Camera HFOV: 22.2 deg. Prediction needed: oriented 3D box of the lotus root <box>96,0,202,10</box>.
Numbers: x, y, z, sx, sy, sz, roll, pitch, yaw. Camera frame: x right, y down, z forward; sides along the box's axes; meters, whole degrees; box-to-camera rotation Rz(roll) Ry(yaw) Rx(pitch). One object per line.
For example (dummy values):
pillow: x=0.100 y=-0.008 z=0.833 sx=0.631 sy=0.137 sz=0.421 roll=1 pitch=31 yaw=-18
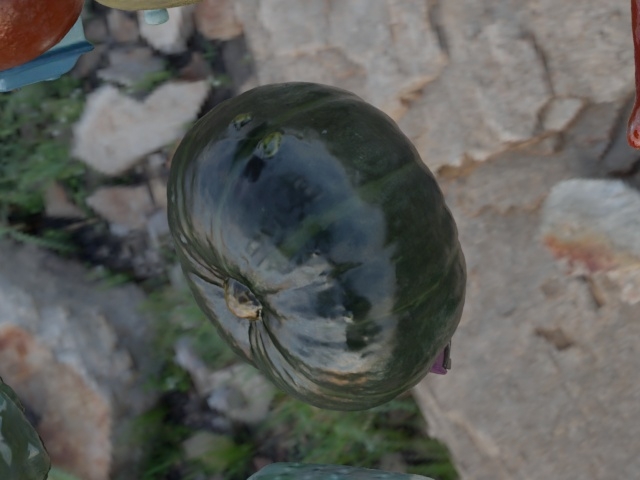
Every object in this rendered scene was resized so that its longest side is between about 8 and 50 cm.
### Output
lotus root: x=-0.103 y=-0.172 z=1.004 sx=0.150 sy=0.073 sz=0.062 roll=-6 pitch=116 yaw=15

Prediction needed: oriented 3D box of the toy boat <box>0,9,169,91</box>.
toy boat: x=-0.174 y=-0.178 z=1.232 sx=0.109 sy=0.238 sz=0.098 roll=11 pitch=117 yaw=53

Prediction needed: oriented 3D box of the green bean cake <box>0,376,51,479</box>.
green bean cake: x=-0.242 y=0.056 z=0.695 sx=0.227 sy=0.125 sz=0.222 roll=50 pitch=151 yaw=-11

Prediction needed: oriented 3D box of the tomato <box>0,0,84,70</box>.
tomato: x=-0.196 y=-0.159 z=0.846 sx=0.155 sy=0.069 sz=0.156 roll=0 pitch=93 yaw=-7

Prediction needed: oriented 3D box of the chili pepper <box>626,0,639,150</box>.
chili pepper: x=0.330 y=-0.166 z=1.597 sx=0.063 sy=0.071 sz=0.272 roll=-2 pitch=92 yaw=23

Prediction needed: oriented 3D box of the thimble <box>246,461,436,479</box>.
thimble: x=0.013 y=0.249 z=1.156 sx=0.149 sy=0.211 sz=0.185 roll=5 pitch=102 yaw=21

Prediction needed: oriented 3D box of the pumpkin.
pumpkin: x=0.000 y=0.000 z=1.413 sx=0.300 sy=0.207 sz=0.300 roll=47 pitch=158 yaw=26

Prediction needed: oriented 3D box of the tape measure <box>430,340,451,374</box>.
tape measure: x=0.070 y=0.106 z=1.740 sx=0.118 sy=0.125 sz=0.074 roll=0 pitch=73 yaw=21
